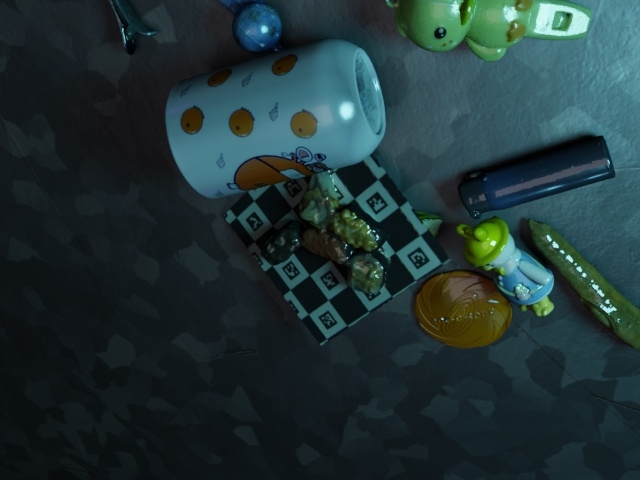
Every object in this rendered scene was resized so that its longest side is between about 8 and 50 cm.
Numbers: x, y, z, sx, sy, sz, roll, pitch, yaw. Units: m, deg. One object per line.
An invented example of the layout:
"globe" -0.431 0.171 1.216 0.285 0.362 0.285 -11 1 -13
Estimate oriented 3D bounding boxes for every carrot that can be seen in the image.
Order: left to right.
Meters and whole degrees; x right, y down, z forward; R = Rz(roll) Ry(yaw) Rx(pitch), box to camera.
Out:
"carrot" 0.486 0.085 1.103 0.342 0.070 0.070 42 124 -8

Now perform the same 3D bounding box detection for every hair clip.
"hair clip" -0.382 -0.446 1.081 0.070 0.039 0.229 -26 105 29

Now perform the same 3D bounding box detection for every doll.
"doll" 0.331 0.041 1.086 0.241 0.135 0.099 38 113 -27

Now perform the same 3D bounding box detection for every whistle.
"whistle" -0.119 -0.363 1.010 0.158 0.090 0.090 42 124 -10
"whistle" 0.241 -0.330 0.881 0.294 0.141 0.141 11 124 11

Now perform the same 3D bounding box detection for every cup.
"cup" -0.065 -0.205 1.016 0.317 0.212 0.212 -11 117 23

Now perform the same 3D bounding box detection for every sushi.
"sushi" 0.000 0.000 1.154 0.359 0.064 0.343 -38 87 34

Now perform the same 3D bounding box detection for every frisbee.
"frisbee" 0.283 0.147 1.226 0.192 0.035 0.192 8 123 13

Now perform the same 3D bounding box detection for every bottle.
"bottle" 0.353 -0.105 1.023 0.244 0.072 0.082 -18 78 27

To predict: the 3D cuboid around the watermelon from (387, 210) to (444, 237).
"watermelon" 0.132 0.023 1.189 0.119 0.063 0.245 28 121 -13
